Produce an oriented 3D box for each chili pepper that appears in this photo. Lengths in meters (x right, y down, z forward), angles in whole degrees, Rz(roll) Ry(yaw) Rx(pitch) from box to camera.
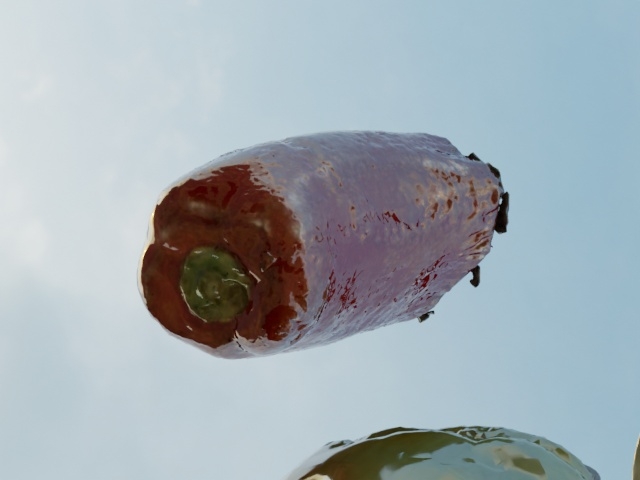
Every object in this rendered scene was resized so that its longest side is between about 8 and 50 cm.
[{"bbox_3d":[0.000,0.000,0.431,0.073,0.123,0.070,-15,-94,43],"label":"chili pepper"}]

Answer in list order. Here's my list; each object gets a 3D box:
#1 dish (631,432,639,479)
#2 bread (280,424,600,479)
[{"bbox_3d":[0.252,0.135,0.722,0.078,0.141,0.141,161,-66,-70],"label":"dish"},{"bbox_3d":[-0.008,0.131,0.319,0.088,0.232,0.128,44,-42,-5],"label":"bread"}]
